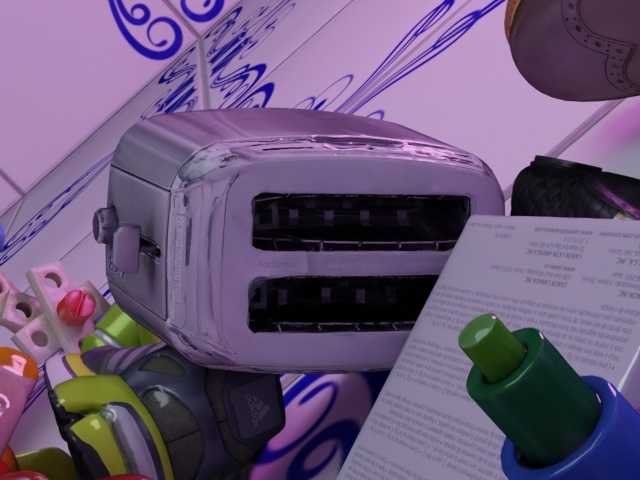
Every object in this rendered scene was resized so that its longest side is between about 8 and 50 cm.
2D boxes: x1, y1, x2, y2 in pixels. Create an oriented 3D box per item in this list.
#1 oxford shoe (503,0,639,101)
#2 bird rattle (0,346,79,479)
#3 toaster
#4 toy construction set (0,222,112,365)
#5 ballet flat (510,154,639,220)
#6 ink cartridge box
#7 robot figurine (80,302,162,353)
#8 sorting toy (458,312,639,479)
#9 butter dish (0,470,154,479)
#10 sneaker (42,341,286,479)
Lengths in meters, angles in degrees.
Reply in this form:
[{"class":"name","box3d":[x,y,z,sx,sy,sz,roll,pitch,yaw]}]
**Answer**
[{"class":"oxford shoe","box3d":[0.206,-0.125,0.610,0.364,0.130,0.132,-21,32,53]},{"class":"bird rattle","box3d":[-0.243,0.172,0.796,0.207,0.143,0.253,-61,0,27]},{"class":"toaster","box3d":[0.000,0.000,0.694,0.146,0.227,0.129,-148,61,-70]},{"class":"toy construction set","box3d":[-0.343,0.098,1.239,0.328,0.151,0.215,-33,60,30]},{"class":"ballet flat","box3d":[0.136,-0.008,0.633,0.173,0.058,0.049,-133,54,-77]},{"class":"ink cartridge box","box3d":[0.068,0.097,0.529,0.224,0.056,0.181,-64,19,-7]},{"class":"robot figurine","box3d":[-0.136,0.074,1.018,0.115,0.067,0.101,-47,18,-16]},{"class":"sorting toy","box3d":[0.100,0.094,0.251,0.127,0.126,0.365,-42,19,2]},{"class":"butter dish","box3d":[-0.090,0.163,0.578,0.118,0.159,0.160,-25,0,-42]},{"class":"sneaker","box3d":[-0.092,0.108,0.795,0.121,0.111,0.300,-19,6,-13]}]
